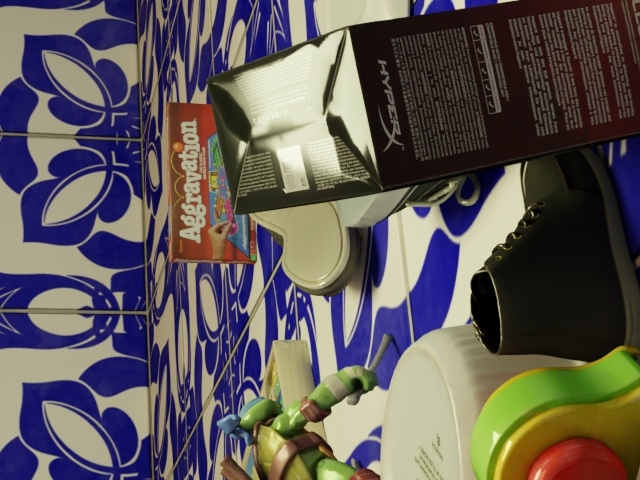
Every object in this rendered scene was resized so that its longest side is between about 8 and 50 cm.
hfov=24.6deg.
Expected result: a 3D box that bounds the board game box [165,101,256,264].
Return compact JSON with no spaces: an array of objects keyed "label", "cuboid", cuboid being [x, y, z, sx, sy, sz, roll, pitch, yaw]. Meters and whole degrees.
[{"label":"board game box","cuboid":[-0.185,-0.097,2.471,0.027,0.145,0.281,126,143,-66]}]

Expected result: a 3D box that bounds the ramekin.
[{"label":"ramekin","cuboid":[0.139,0.189,1.204,0.273,0.127,0.272,-178,90,-75]}]

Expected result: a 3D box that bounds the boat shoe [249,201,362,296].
[{"label":"boat shoe","cuboid":[0.000,0.000,1.888,0.112,0.095,0.335,-50,25,4]}]

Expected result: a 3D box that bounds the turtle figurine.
[{"label":"turtle figurine","cuboid":[0.049,0.243,1.606,0.266,0.275,0.198,48,115,42]}]

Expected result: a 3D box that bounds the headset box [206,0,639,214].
[{"label":"headset box","cuboid":[0.099,-0.103,1.061,0.218,0.293,0.110,-6,96,62]}]

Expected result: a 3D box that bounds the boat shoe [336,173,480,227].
[{"label":"boat shoe","cuboid":[0.105,-0.087,1.421,0.306,0.105,0.113,132,142,-59]}]

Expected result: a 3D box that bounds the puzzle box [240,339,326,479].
[{"label":"puzzle box","cuboid":[-0.062,0.378,2.123,0.272,0.052,0.409,-104,21,-45]}]

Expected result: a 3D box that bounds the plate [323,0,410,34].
[{"label":"plate","cuboid":[0.049,-0.343,1.787,0.278,0.045,0.277,153,117,-74]}]

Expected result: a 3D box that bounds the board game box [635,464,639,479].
[{"label":"board game box","cuboid":[0.251,0.211,0.908,0.193,0.053,0.305,-115,30,-62]}]

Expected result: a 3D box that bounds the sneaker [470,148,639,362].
[{"label":"sneaker","cuboid":[0.165,-0.003,1.137,0.083,0.118,0.222,106,160,-44]}]

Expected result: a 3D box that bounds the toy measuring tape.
[{"label":"toy measuring tape","cuboid":[0.179,0.092,1.003,0.121,0.121,0.330,-120,43,-64]}]
